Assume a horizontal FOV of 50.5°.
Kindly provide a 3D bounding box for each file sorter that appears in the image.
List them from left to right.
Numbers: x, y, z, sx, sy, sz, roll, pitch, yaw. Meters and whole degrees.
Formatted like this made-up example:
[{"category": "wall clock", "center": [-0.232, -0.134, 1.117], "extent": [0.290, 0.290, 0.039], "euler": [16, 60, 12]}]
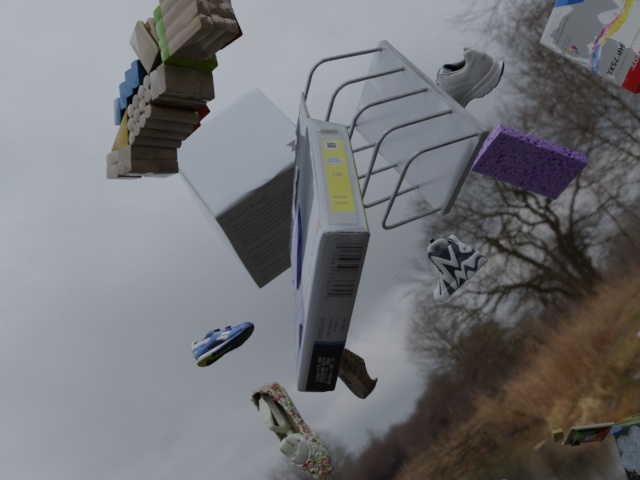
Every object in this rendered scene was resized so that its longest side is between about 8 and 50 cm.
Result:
[{"category": "file sorter", "center": [0.110, -0.180, 1.189], "extent": [0.173, 0.278, 0.193], "euler": [-22, -33, -32]}]

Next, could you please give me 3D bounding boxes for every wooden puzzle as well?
[{"category": "wooden puzzle", "center": [0.417, 0.304, 1.059], "extent": [0.116, 0.014, 0.079], "euler": [-10, -37, 3]}]

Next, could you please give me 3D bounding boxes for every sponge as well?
[{"category": "sponge", "center": [0.427, -0.159, 1.396], "extent": [0.210, 0.031, 0.117], "euler": [17, -42, -13]}]

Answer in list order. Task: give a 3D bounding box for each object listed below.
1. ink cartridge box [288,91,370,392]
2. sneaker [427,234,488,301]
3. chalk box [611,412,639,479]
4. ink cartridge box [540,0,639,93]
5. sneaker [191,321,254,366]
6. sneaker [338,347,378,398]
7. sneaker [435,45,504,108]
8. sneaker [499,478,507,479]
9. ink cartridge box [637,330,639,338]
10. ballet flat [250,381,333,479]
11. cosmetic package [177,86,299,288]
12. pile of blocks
[{"category": "ink cartridge box", "center": [0.000, 0.000, 0.958], "extent": [0.072, 0.307, 0.304], "euler": [2, -48, -5]}, {"category": "sneaker", "center": [0.352, 0.068, 1.919], "extent": [0.094, 0.153, 0.235], "euler": [-37, -12, -29]}, {"category": "chalk box", "center": [0.733, 0.397, 1.277], "extent": [0.289, 0.180, 0.179], "euler": [-22, -16, 30]}, {"category": "ink cartridge box", "center": [0.467, -0.317, 1.030], "extent": [0.078, 0.231, 0.134], "euler": [-19, -43, -35]}, {"category": "sneaker", "center": [-0.207, 0.206, 1.430], "extent": [0.144, 0.059, 0.053], "euler": [-29, -33, -19]}, {"category": "sneaker", "center": [0.071, 0.312, 1.731], "extent": [0.071, 0.188, 0.066], "euler": [-39, 5, -34]}, {"category": "sneaker", "center": [0.338, -0.392, 1.775], "extent": [0.297, 0.129, 0.111], "euler": [-44, 22, 40]}, {"category": "sneaker", "center": [0.407, 0.604, 1.562], "extent": [0.067, 0.078, 0.188], "euler": [-28, -22, -25]}, {"category": "ink cartridge box", "center": [0.722, 0.114, 1.278], "extent": [0.185, 0.065, 0.311], "euler": [-28, -25, 0]}, {"category": "ballet flat", "center": [-0.069, 0.391, 1.385], "extent": [0.077, 0.241, 0.091], "euler": [8, -57, -52]}, {"category": "cosmetic package", "center": [-0.179, -0.145, 1.957], "extent": [0.329, 0.327, 0.394], "euler": [-35, -33, -9]}, {"category": "pile of blocks", "center": [-0.219, -0.236, 1.025], "extent": [0.112, 0.149, 0.362], "euler": [-1, -41, -44]}]
